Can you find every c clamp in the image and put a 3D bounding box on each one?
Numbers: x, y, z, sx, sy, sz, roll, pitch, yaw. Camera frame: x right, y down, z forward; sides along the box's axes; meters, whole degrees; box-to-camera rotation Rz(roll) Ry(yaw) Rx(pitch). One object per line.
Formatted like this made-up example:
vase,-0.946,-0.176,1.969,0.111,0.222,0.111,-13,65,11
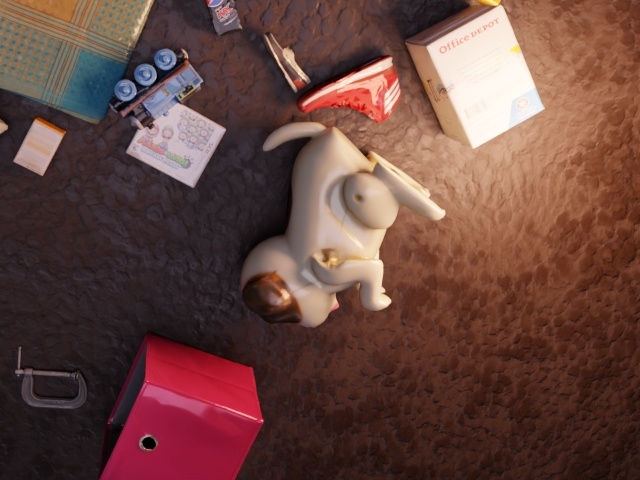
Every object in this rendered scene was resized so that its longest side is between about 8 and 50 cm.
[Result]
c clamp,-0.591,0.310,1.684,0.160,0.022,0.137,11,104,-13

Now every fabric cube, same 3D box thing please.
fabric cube,-0.300,0.390,1.637,0.258,0.259,0.254,24,100,-16

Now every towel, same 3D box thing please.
towel,-0.467,-0.429,1.438,0.271,0.040,0.370,19,101,-34

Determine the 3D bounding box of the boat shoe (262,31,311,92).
boat shoe,-0.070,-0.366,1.558,0.043,0.049,0.137,-34,112,-2

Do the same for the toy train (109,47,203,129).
toy train,-0.321,-0.295,1.502,0.184,0.080,0.105,-40,97,-6

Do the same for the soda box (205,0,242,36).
soda box,-0.202,-0.485,1.490,0.053,0.060,0.169,-18,109,-4

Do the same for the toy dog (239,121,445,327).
toy dog,0.000,0.000,1.565,0.395,0.284,0.408,32,101,-17

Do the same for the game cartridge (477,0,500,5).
game cartridge,0.258,-0.657,1.532,0.323,0.053,0.285,15,104,-17

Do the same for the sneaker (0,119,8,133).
sneaker,-0.679,-0.190,1.459,0.146,0.122,0.331,9,101,-17

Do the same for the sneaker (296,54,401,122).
sneaker,0.069,-0.284,1.589,0.221,0.087,0.128,-25,108,-1

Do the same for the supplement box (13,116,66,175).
supplement box,-0.559,-0.188,1.529,0.062,0.036,0.098,29,100,-17

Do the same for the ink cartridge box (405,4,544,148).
ink cartridge box,0.310,-0.340,1.570,0.171,0.168,0.233,-28,110,-1

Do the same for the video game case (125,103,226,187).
video game case,-0.297,-0.206,1.580,0.157,0.019,0.143,28,100,-17
